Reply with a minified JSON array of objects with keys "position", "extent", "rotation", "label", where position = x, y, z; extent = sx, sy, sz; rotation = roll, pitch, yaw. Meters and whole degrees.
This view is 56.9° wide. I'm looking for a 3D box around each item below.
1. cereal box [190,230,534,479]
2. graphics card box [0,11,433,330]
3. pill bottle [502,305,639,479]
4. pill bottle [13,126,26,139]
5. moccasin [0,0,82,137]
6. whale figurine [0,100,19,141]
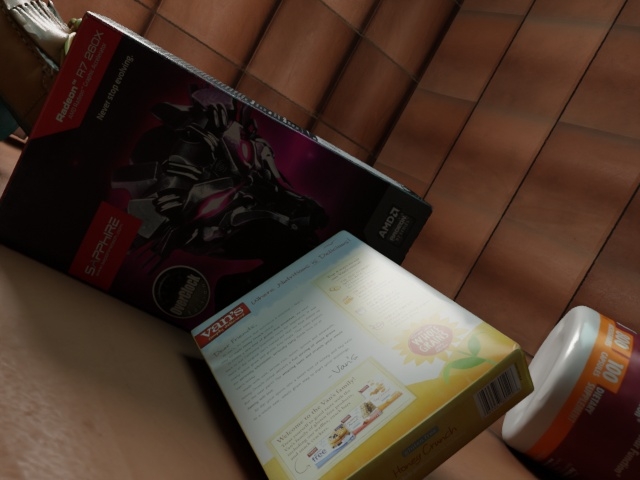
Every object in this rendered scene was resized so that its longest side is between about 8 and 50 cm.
[{"position":[0.011,0.087,0.450],"extent":[0.240,0.173,0.047],"rotation":[37,-22,59],"label":"cereal box"},{"position":[-0.104,-0.029,0.598],"extent":[0.371,0.232,0.094],"rotation":[28,10,-12],"label":"graphics card box"},{"position":[0.466,0.274,0.770],"extent":[0.392,0.224,0.224],"rotation":[29,4,15],"label":"pill bottle"},{"position":[-0.438,-0.191,1.074],"extent":[0.221,0.121,0.121],"rotation":[27,5,-23],"label":"pill bottle"},{"position":[-0.276,-0.173,0.659],"extent":[0.380,0.147,0.139],"rotation":[62,4,-5],"label":"moccasin"},{"position":[-0.485,-0.178,0.771],"extent":[0.216,0.141,0.272],"rotation":[4,-5,-36],"label":"whale figurine"}]
